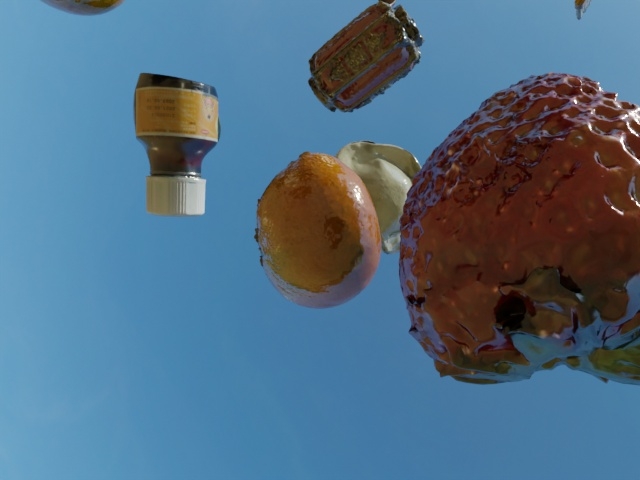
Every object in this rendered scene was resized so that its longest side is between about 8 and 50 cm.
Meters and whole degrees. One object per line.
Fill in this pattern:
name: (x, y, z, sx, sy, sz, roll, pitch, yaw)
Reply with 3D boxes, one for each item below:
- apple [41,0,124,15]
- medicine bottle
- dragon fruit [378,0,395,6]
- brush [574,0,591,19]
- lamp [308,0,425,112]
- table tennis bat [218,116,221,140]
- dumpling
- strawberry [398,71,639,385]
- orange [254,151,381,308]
apple: (-0.567, -0.675, 1.047, 0.275, 0.299, 0.299, 28, -78, 50)
medicine bottle: (-0.422, -0.267, 1.329, 0.243, 0.242, 0.395, 10, -78, 29)
dragon fruit: (0.225, -0.829, 1.466, 0.121, 0.161, 0.127, -30, -73, 20)
brush: (0.347, -0.364, 0.561, 0.013, 0.272, 0.103, 35, -69, 22)
lamp: (0.101, -0.417, 1.058, 0.274, 0.177, 0.177, -30, -106, 26)
table tennis bat: (-0.422, -0.410, 1.635, 0.237, 0.038, 0.149, 3, -71, 51)
dumpling: (0.201, -0.152, 1.400, 0.260, 0.181, 0.341, -32, -102, -8)
strawberry: (0.192, -0.021, 0.407, 0.239, 0.250, 0.288, -15, -120, 32)
orange: (0.004, 0.001, 0.957, 0.274, 0.274, 0.310, 44, -36, 23)
